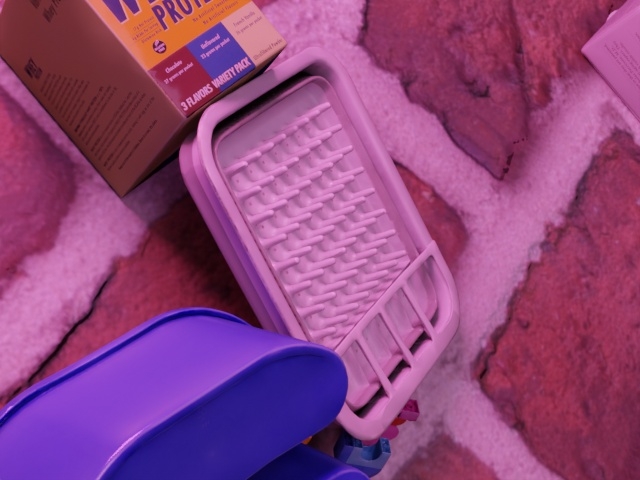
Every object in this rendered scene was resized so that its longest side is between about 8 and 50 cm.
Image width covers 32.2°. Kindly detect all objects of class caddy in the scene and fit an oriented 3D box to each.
[{"bbox_3d":[-0.118,0.197,0.847,0.341,0.179,0.241,-29,115,-40],"label":"caddy"}]

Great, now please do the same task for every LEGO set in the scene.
[{"bbox_3d":[-0.022,0.194,1.055,0.227,0.093,0.087,13,36,-17],"label":"LEGO set"}]

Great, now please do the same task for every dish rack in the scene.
[{"bbox_3d":[0.000,0.000,1.063,0.285,0.072,0.333,-42,109,-53],"label":"dish rack"}]

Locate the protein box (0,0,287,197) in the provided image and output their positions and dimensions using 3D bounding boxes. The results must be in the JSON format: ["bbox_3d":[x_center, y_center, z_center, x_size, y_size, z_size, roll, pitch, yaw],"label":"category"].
[{"bbox_3d":[-0.175,-0.185,1.035,0.201,0.200,0.136,50,58,-2],"label":"protein box"}]

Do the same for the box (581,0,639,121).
[{"bbox_3d":[0.466,-0.247,1.420,0.182,0.119,0.181,48,59,-5],"label":"box"}]
